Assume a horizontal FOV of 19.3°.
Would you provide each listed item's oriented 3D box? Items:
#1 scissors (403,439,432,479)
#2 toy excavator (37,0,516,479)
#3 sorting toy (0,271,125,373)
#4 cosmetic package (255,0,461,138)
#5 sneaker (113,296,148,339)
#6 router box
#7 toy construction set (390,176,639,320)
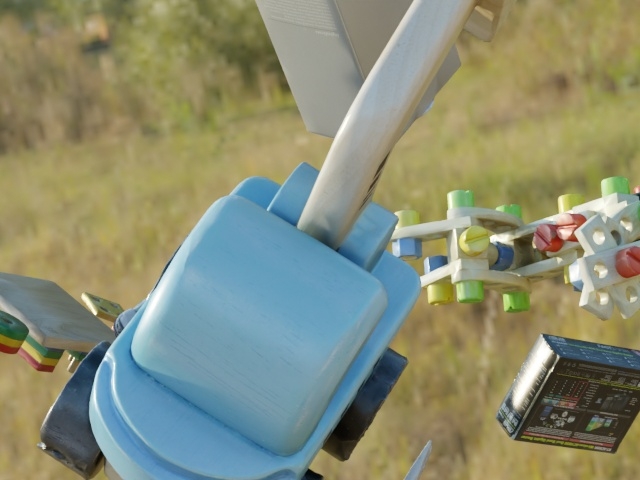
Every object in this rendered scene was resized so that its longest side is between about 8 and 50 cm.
[{"bbox_3d":[0.065,0.372,2.337,0.109,0.297,0.021,13,-26,1],"label":"scissors"},{"bbox_3d":[0.000,0.000,1.477,0.433,0.222,0.445,-54,-6,-33],"label":"toy excavator"},{"bbox_3d":[-0.272,0.086,1.865,0.132,0.046,0.274,36,12,31],"label":"sorting toy"},{"bbox_3d":[0.024,-0.205,1.581,0.107,0.238,0.127,18,52,34],"label":"cosmetic package"},{"bbox_3d":[-0.092,0.131,1.786,0.098,0.224,0.083,-42,-3,-17],"label":"sneaker"},{"bbox_3d":[0.226,0.135,1.645,0.122,0.092,0.038,12,26,-32],"label":"router box"},{"bbox_3d":[0.244,0.004,1.965,0.215,0.151,0.327,7,-2,-35],"label":"toy construction set"}]
